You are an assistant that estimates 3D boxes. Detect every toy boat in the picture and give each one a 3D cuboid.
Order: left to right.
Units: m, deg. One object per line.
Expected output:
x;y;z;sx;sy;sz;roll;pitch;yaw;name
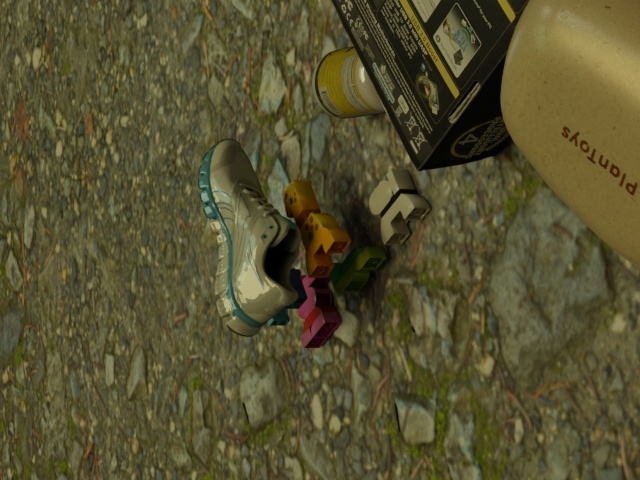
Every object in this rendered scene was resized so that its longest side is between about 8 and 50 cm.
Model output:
0.257;-0.115;1.037;0.267;0.148;0.318;48;146;23;toy boat

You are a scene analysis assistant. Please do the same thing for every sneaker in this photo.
-0.055;-0.013;1.481;0.083;0.071;0.190;-28;62;33;sneaker

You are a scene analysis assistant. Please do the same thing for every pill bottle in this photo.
0.048;-0.145;1.458;0.116;0.065;0.065;-1;89;58;pill bottle

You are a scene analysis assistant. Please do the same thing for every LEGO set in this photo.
0.000;0.000;1.515;0.227;0.087;0.093;-53;47;43;LEGO set

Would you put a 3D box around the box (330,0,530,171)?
0.087;-0.302;1.282;0.395;0.097;0.318;65;150;21;box
